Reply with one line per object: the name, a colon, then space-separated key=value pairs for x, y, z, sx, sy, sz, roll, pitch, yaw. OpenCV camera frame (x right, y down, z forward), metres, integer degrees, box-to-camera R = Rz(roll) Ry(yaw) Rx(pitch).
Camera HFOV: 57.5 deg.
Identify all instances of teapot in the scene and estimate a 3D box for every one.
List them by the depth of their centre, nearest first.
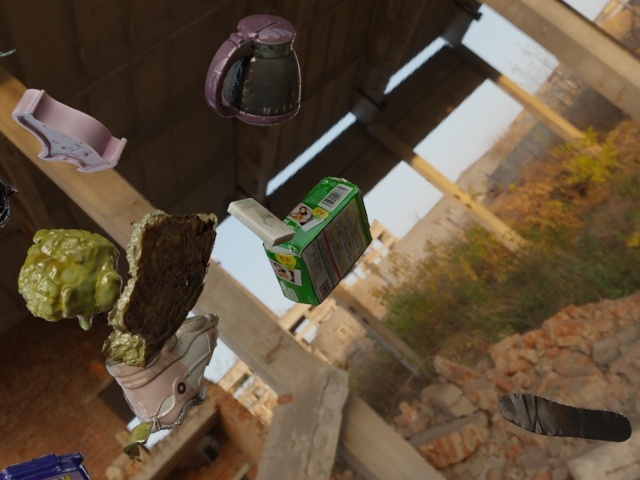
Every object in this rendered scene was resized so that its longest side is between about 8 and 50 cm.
teapot: x=-0.096 y=-0.245 z=0.827 sx=0.149 sy=0.116 sz=0.145 roll=-7 pitch=-41 yaw=-18

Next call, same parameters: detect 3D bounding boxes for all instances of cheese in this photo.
cheese: x=-0.354 y=0.389 z=1.121 sx=0.060 sy=0.042 sz=0.084 roll=-96 pitch=27 yaw=-59

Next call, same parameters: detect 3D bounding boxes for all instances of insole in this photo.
insole: x=0.291 y=0.214 z=0.706 sx=0.153 sy=0.053 sz=0.002 roll=-3 pitch=7 yaw=37

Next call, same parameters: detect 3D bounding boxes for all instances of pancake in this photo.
pancake: x=-0.213 y=0.060 z=0.796 sx=0.257 sy=0.056 sz=0.212 roll=-9 pitch=-68 yaw=-74

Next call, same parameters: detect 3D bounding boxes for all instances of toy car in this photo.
toy car: x=-0.425 y=0.462 z=0.882 sx=0.172 sy=0.158 sz=0.234 roll=-4 pitch=-77 yaw=-41

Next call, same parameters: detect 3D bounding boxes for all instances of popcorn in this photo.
popcorn: x=-0.598 y=0.080 z=1.399 sx=0.195 sy=0.254 sz=0.256 roll=-30 pitch=16 yaw=32

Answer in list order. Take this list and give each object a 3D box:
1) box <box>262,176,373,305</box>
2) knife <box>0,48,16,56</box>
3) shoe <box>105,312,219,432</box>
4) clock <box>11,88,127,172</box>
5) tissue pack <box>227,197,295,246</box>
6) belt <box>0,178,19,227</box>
box: x=0.000 y=0.000 z=1.237 sx=0.250 sy=0.103 sz=0.180 roll=-47 pitch=-44 yaw=-32
knife: x=-0.634 y=-0.352 z=1.124 sx=0.096 sy=0.010 sz=0.027 roll=-18 pitch=30 yaw=0
shoe: x=-0.339 y=0.294 z=1.336 sx=0.172 sy=0.197 sz=0.351 roll=-14 pitch=5 yaw=21
clock: x=-0.714 y=-0.288 z=1.605 sx=0.291 sy=0.275 sz=0.080 roll=-6 pitch=59 yaw=46
tissue pack: x=-0.097 y=-0.031 z=0.962 sx=0.056 sy=0.108 sz=0.023 roll=-22 pitch=-36 yaw=-52
belt: x=-0.544 y=-0.078 z=0.865 sx=0.126 sy=0.139 sz=0.230 roll=-15 pitch=-7 yaw=-9
